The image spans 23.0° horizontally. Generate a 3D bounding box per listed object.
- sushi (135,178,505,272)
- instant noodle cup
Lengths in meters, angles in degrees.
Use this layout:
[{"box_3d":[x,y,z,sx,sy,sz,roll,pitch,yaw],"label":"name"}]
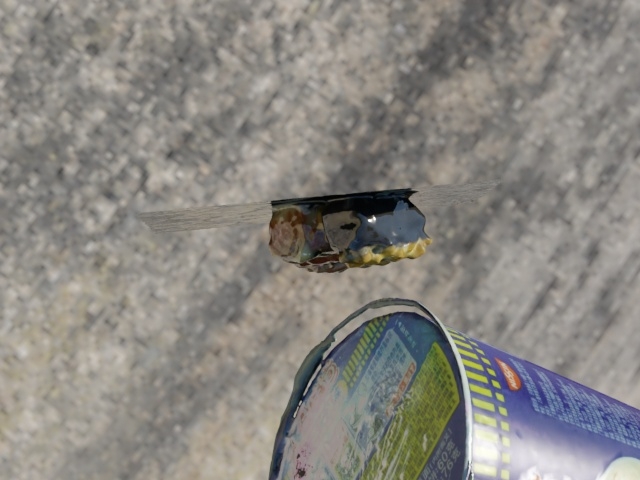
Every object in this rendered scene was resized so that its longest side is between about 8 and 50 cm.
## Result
[{"box_3d":[0.000,0.000,1.157,0.290,0.264,0.050,127,-42,-88],"label":"sushi"},{"box_3d":[0.156,0.215,1.275,0.312,0.284,0.284,16,112,-30],"label":"instant noodle cup"}]
